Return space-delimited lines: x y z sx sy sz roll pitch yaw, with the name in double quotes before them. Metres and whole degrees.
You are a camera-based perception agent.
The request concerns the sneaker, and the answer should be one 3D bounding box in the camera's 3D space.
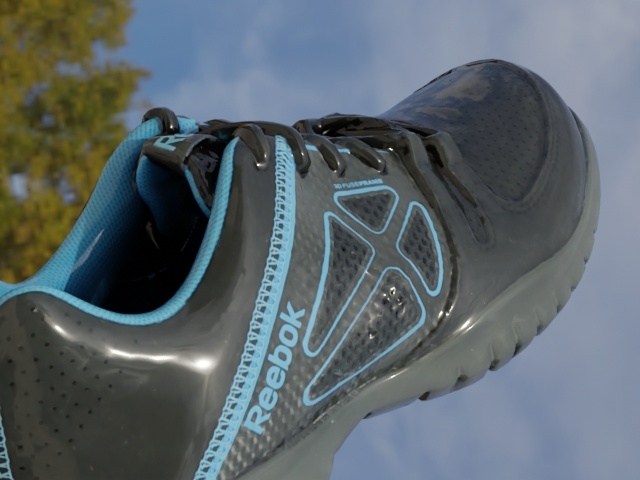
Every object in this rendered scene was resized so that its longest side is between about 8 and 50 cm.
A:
"sneaker" 0.000 0.000 0.607 0.125 0.341 0.139 3 -57 38
